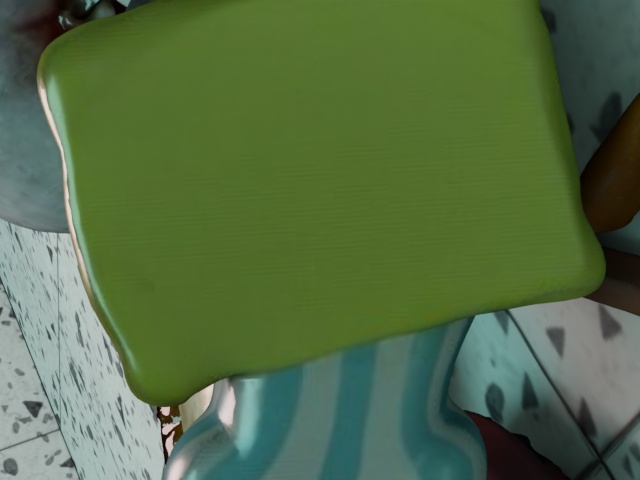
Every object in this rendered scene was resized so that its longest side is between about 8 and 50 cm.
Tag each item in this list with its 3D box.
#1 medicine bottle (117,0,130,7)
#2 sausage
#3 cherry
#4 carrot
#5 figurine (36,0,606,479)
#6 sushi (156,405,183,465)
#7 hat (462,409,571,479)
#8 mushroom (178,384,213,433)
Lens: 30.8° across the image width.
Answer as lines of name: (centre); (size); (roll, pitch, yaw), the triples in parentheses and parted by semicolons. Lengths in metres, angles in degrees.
medicine bottle: (-0.094, -0.182, 0.854); (0.119, 0.069, 0.183); (51, -167, 33)
sausage: (0.151, 0.019, 0.612); (0.147, 0.035, 0.030); (22, 94, 65)
cherry: (-0.234, -0.149, 1.074); (0.326, 0.291, 0.335); (30, 155, 18)
carrot: (0.155, -0.047, 0.559); (0.035, 0.035, 0.142); (60, 150, 27)
figurine: (0.000, 0.000, 0.705); (0.377, 0.266, 0.361); (-90, 3, -80)
sushi: (-0.077, 0.151, 1.108); (0.167, 0.179, 0.296); (64, -169, -58)
hat: (0.128, 0.201, 0.729); (0.205, 0.089, 0.205); (39, 136, 53)
mushroom: (-0.017, 0.130, 0.890); (0.255, 0.184, 0.255); (51, 152, 40)
